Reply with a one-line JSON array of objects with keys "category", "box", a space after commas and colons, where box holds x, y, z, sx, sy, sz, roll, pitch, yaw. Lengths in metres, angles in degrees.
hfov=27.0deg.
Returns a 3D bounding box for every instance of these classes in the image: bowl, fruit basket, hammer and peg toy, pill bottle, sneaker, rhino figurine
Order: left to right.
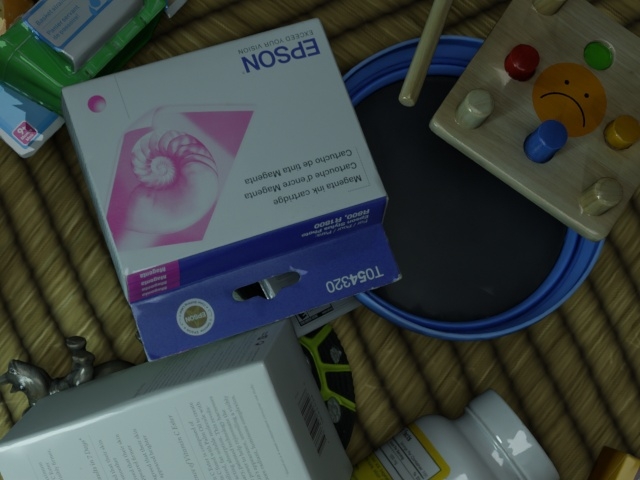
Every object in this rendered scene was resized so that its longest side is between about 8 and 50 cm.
[{"category": "fruit basket", "box": [-0.379, -0.328, 1.632, 0.353, 0.165, 0.327, 45, 66, -8]}, {"category": "rhino figurine", "box": [-0.294, 0.180, 1.683, 0.243, 0.073, 0.106, -5, 115, -1]}, {"category": "sneaker", "box": [-0.095, 0.120, 1.685, 0.147, 0.145, 0.385, -31, 94, 32]}, {"category": "pill bottle", "box": [0.118, 0.335, 1.629, 0.334, 0.188, 0.188, -36, 88, -3]}, {"category": "bowl", "box": [0.166, -0.063, 1.674, 0.391, 0.077, 0.391, 3, 75, -11]}, {"category": "hammer and peg toy", "box": [0.250, -0.191, 1.617, 0.361, 0.127, 0.266, 34, 74, -1]}]

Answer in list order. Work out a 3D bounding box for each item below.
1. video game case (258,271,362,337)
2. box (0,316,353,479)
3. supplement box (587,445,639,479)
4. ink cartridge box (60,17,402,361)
[{"category": "video game case", "box": [0.000, 0.000, 1.679, 0.212, 0.023, 0.193, -25, 86, -34]}, {"category": "box", "box": [-0.167, 0.257, 1.556, 0.345, 0.168, 0.215, -19, 101, 14]}, {"category": "supplement box", "box": [0.413, 0.388, 1.661, 0.194, 0.129, 0.191, 26, 86, 1]}, {"category": "ink cartridge box", "box": [-0.098, -0.066, 1.551, 0.324, 0.071, 0.330, -18, 78, -14]}]
